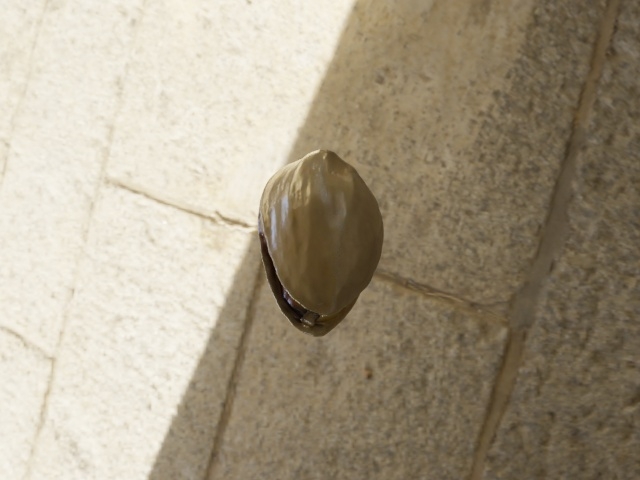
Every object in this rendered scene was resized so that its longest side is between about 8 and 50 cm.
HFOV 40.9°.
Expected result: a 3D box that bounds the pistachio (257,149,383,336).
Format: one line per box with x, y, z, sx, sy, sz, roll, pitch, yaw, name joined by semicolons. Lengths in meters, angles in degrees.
0.000;0.000;1.066;0.157;0.157;0.230;-22;57;36;pistachio
